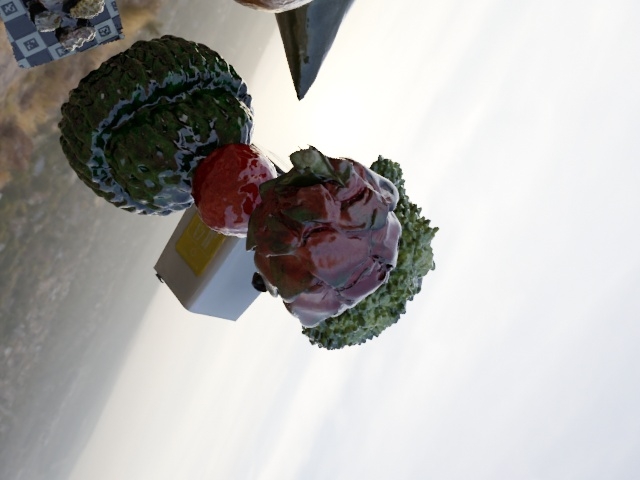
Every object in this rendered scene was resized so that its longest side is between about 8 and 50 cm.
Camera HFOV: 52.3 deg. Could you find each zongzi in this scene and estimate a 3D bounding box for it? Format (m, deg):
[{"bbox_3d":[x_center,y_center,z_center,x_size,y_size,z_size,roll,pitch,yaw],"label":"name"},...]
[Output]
[{"bbox_3d":[0.073,-0.451,1.030,0.174,0.356,0.392,-158,-127,-80],"label":"zongzi"}]

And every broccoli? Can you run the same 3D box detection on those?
[{"bbox_3d":[0.052,0.007,0.971,0.260,0.235,0.288,110,-32,-45],"label":"broccoli"}]

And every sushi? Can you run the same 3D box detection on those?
[{"bbox_3d":[-0.415,-0.368,1.058,0.193,0.040,0.210,-26,155,-20],"label":"sushi"}]

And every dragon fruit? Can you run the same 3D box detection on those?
[{"bbox_3d":[0.004,-0.003,0.710,0.182,0.182,0.188,-67,-168,-14],"label":"dragon fruit"}]

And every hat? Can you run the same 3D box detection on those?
[{"bbox_3d":[-0.190,-0.127,0.904,0.274,0.332,0.242,-46,144,-2],"label":"hat"}]

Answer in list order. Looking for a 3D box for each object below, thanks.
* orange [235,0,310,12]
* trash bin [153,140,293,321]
[{"bbox_3d":[-0.052,-0.339,0.679,0.206,0.206,0.206,-62,-171,18],"label":"orange"},{"bbox_3d":[-0.167,-0.013,1.465,0.367,0.256,0.296,-54,146,10],"label":"trash bin"}]
